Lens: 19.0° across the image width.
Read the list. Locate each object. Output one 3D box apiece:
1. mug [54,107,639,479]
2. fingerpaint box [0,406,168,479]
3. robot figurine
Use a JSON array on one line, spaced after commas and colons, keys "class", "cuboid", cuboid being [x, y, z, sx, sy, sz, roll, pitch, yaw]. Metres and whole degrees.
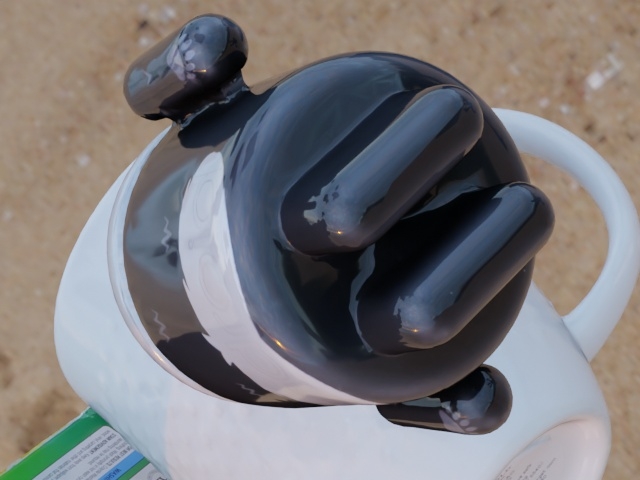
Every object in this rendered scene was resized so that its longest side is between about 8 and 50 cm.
[{"class": "mug", "cuboid": [0.057, 0.060, 1.327, 0.374, 0.276, 0.328, -45, 57, -13]}, {"class": "fingerpaint box", "cuboid": [-0.270, 0.378, 1.407, 0.163, 0.445, 0.371, 32, 119, 13]}, {"class": "robot figurine", "cuboid": [0.000, -0.003, 0.966, 0.278, 0.173, 0.209, 168, 100, -64]}]
